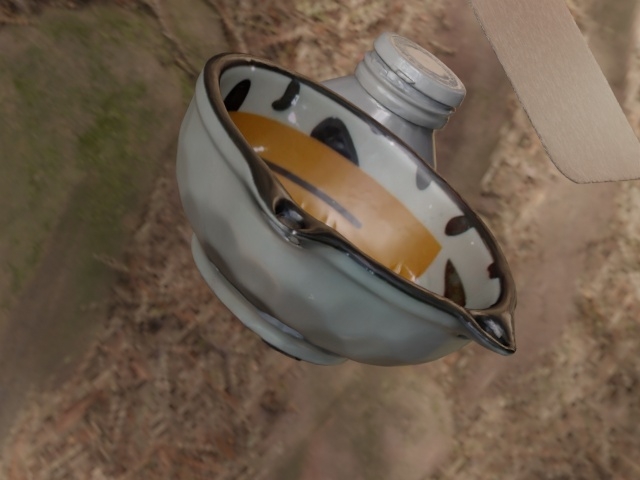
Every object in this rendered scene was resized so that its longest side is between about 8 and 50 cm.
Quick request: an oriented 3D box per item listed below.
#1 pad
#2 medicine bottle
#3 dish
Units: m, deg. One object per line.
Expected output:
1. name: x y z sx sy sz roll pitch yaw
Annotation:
1. pad: 0.201 -0.167 1.464 0.002 0.266 0.176 -35 163 35
2. medicine bottle: 0.030 -0.074 1.451 0.135 0.135 0.215 23 114 -35
3. dish: 0.000 0.000 1.153 0.303 0.303 0.120 24 116 -35
